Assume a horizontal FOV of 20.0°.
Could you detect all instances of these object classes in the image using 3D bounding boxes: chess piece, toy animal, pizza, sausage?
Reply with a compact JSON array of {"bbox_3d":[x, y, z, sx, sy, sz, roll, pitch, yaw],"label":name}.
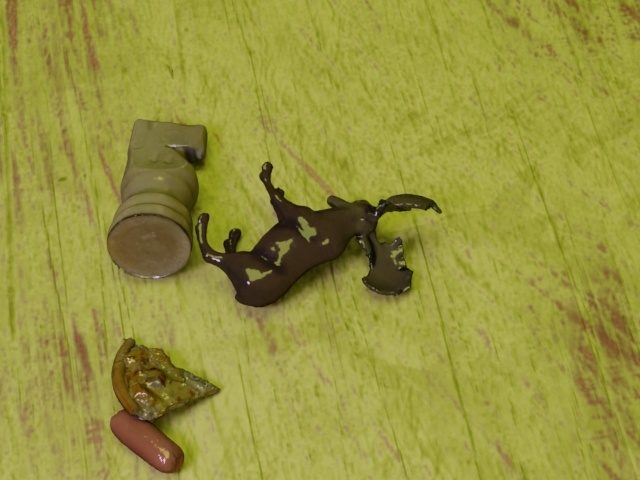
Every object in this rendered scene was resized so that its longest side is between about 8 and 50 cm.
[{"bbox_3d":[-0.170,-0.058,1.909,0.090,0.090,0.200,0,42,3],"label":"chess piece"},{"bbox_3d":[0.000,0.000,1.853,0.214,0.093,0.186,-41,57,-16],"label":"toy animal"},{"bbox_3d":[-0.151,0.133,1.778,0.109,0.026,0.123,5,33,-14],"label":"pizza"},{"bbox_3d":[-0.166,0.193,1.739,0.083,0.034,0.034,35,62,26],"label":"sausage"}]
